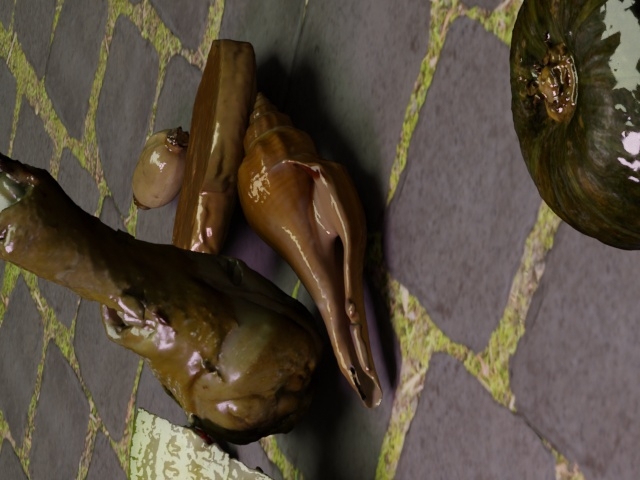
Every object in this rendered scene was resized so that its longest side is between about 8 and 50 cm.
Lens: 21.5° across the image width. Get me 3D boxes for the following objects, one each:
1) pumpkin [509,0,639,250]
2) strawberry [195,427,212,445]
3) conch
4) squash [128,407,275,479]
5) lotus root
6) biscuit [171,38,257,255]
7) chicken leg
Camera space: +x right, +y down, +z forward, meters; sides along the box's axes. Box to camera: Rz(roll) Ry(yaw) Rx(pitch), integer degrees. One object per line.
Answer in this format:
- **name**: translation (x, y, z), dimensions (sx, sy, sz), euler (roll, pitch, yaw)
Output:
- **pumpkin**: translation (0.205, -0.101, 1.033), dimensions (0.224, 0.157, 0.223), euler (172, 90, -78)
- **strawberry**: translation (-0.134, 0.255, 1.822), dimensions (0.152, 0.048, 0.103), euler (-5, 74, 51)
- **conch**: translation (0.002, 0.001, 1.532), dimensions (0.109, 0.093, 0.330), euler (-32, 69, 19)
- **squash**: translation (-0.066, 0.285, 1.538), dimensions (0.237, 0.155, 0.204), euler (26, 101, 40)
- **lotus root**: translation (-0.181, -0.085, 1.952), dimensions (0.150, 0.062, 0.073), euler (-54, 15, 51)
- **biscuit**: translation (-0.112, -0.066, 1.755), dimensions (0.376, 0.051, 0.269), euler (120, 158, -65)
- **chicken leg**: translation (-0.153, 0.053, 1.493), dimensions (0.201, 0.429, 0.152), euler (18, 76, 54)
